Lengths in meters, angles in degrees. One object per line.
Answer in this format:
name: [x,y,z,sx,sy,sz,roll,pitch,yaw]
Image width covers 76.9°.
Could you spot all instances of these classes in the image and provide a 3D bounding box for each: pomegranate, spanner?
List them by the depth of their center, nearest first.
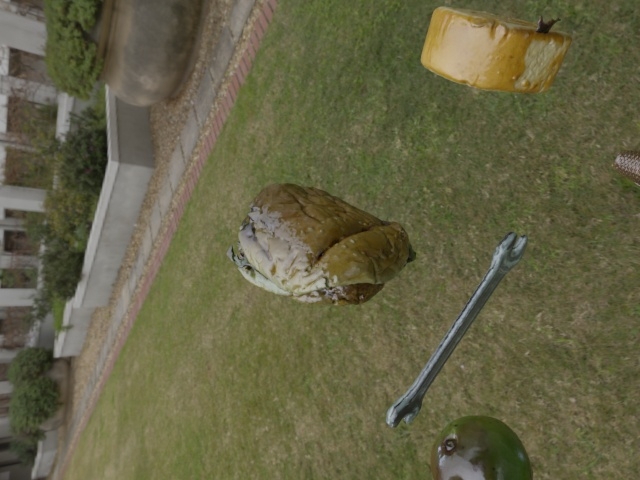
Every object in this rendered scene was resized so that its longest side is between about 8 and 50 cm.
spanner: [0.177,0.118,0.522,0.017,0.071,0.301,36,99,43]
pomegranate: [0.309,0.423,0.731,0.179,0.210,0.180,-57,5,8]

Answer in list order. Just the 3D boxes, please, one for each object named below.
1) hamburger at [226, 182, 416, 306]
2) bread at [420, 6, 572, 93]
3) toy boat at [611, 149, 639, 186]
hamburger: [0.000,0.000,0.488,0.206,0.183,0.129,13,110,35]
bread: [0.184,-0.209,0.432,0.122,0.149,0.073,48,138,41]
toy boat: [0.370,-0.057,0.397,0.149,0.049,0.047,40,117,47]
